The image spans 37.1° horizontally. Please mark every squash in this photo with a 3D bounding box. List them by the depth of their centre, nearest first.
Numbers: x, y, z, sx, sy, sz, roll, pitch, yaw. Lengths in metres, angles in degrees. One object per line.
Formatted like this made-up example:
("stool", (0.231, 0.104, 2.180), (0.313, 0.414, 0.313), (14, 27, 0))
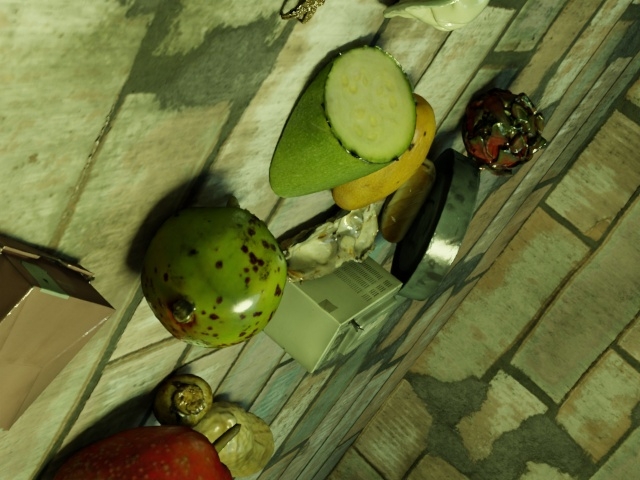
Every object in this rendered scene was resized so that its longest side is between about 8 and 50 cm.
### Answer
("squash", (0.001, -0.169, 1.422), (0.189, 0.189, 0.260), (-36, -165, -33))

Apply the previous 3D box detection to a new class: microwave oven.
("microwave oven", (0.018, 0.122, 1.817), (0.240, 0.194, 0.145), (-27, 155, -54))

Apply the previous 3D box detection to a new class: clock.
("clock", (0.229, -0.029, 1.936), (0.319, 0.066, 0.319), (-159, -90, -84))

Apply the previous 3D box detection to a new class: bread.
("bread", (0.177, -0.086, 1.946), (0.053, 0.073, 0.214), (-56, 173, -52))

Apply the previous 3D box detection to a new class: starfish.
("starfish", (-0.011, -0.286, 1.126), (0.078, 0.028, 0.091), (-38, 165, -34))

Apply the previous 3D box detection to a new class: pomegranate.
("pomegranate", (-0.146, 0.027, 1.285), (0.198, 0.246, 0.198), (-7, 140, -6))

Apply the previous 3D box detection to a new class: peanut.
("peanut", (-0.200, 0.437, 2.062), (0.159, 0.143, 0.291), (-38, 157, -2))

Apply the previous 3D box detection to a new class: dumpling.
("dumpling", (0.159, -0.326, 1.256), (0.181, 0.111, 0.155), (-45, 176, 40))

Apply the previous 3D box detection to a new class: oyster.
("oyster", (0.000, 0.002, 1.724), (0.345, 0.078, 0.128), (-24, 130, -48))

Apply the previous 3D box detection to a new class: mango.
("mango", (0.104, -0.134, 1.594), (0.157, 0.109, 0.262), (-35, 161, -47))

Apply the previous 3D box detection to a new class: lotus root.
("lotus root", (-0.257, 0.309, 1.740), (0.108, 0.094, 0.190), (-14, 157, -25))

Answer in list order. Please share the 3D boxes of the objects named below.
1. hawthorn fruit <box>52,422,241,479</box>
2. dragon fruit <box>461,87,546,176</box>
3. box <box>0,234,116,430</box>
("hawthorn fruit", (-0.275, 0.426, 1.609), (0.369, 0.285, 0.285), (-40, 161, -21))
("dragon fruit", (0.371, -0.224, 1.946), (0.182, 0.182, 0.188), (-37, 173, -31))
("box", (-0.357, 0.109, 1.060), (0.215, 0.086, 0.215), (-48, 164, 0))
